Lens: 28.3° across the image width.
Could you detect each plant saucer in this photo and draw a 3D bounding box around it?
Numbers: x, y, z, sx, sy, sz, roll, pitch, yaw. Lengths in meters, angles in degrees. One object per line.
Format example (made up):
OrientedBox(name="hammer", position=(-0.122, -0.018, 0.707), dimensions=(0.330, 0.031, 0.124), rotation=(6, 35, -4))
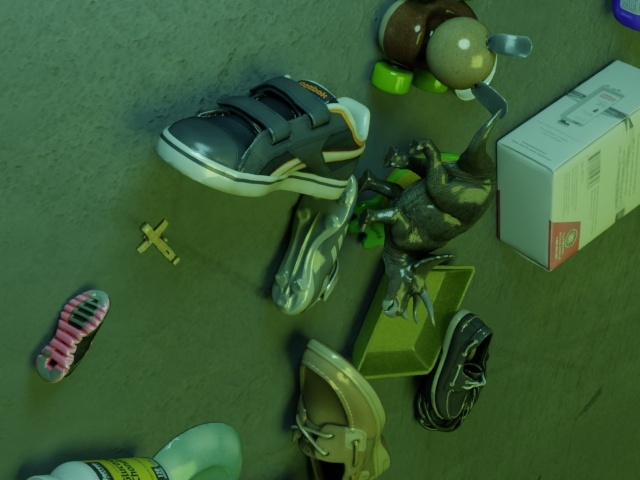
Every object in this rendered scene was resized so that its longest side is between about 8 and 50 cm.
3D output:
OrientedBox(name="plant saucer", position=(-0.171, 0.339, 1.724), dimensions=(0.195, 0.037, 0.195), rotation=(-29, 136, -33))
OrientedBox(name="plant saucer", position=(0.127, 0.111, 1.875), dimensions=(0.188, 0.045, 0.188), rotation=(2, 115, -48))

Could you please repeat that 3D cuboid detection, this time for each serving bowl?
OrientedBox(name="serving bowl", position=(0.201, -0.233, 1.713), dimensions=(0.083, 0.027, 0.083), rotation=(-28, 135, -31))

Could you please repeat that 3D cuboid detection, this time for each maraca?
OrientedBox(name="maraca", position=(0.125, -0.052, 1.713), dimensions=(0.186, 0.099, 0.127), rotation=(-33, 132, 10))

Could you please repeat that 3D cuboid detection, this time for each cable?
OrientedBox(name="cable", position=(0.219, 0.233, 2.077), dimensions=(0.150, 0.047, 0.184), rotation=(-24, 129, -42))

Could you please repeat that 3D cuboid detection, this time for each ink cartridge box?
OrientedBox(name="ink cartridge box", position=(0.409, -0.117, 1.956), dimensions=(0.283, 0.117, 0.207), rotation=(-34, 138, -26))

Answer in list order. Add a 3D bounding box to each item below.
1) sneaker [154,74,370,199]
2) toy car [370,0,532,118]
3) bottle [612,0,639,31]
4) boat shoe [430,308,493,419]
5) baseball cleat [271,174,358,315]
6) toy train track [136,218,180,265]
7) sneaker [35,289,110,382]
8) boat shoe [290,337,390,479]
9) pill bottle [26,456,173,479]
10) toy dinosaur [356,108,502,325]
OrientedBox(name="sneaker", position=(-0.057, -0.125, 1.431), dimensions=(0.321, 0.126, 0.127), rotation=(-2, 123, -59))
OrientedBox(name="toy car", position=(0.177, -0.232, 1.552), dimensions=(0.149, 0.188, 0.155), rotation=(-9, 123, -44))
OrientedBox(name="bottle", position=(0.485, -0.443, 1.816), dimensions=(0.118, 0.092, 0.283), rotation=(-30, 136, -29))
OrientedBox(name="boat shoe", position=(0.222, 0.205, 1.962), dimensions=(0.075, 0.065, 0.206), rotation=(-27, 135, -42))
OrientedBox(name="baseball cleat", position=(0.000, 0.000, 1.647), dimensions=(0.206, 0.072, 0.109), rotation=(-62, 159, 12))
OrientedBox(name="toy train track", position=(-0.184, 0.007, 1.477), dimensions=(0.048, 0.014, 0.083), rotation=(-48, 143, -10))
OrientedBox(name="sneaker", position=(-0.275, 0.108, 1.437), dimensions=(0.119, 0.047, 0.057), rotation=(-55, 163, 1))
OrientedBox(name="boat shoe", position=(0.021, 0.270, 1.814), dimensions=(0.110, 0.122, 0.341), rotation=(-41, 142, -20))
OrientedBox(name="pill bottle", position=(-0.272, 0.318, 1.538), dimensions=(0.184, 0.103, 0.103), rotation=(8, 111, -51))
OrientedBox(name="toy dinosaur", position=(0.147, -0.052, 1.607), dimensions=(0.160, 0.121, 0.313), rotation=(26, 115, -22))
